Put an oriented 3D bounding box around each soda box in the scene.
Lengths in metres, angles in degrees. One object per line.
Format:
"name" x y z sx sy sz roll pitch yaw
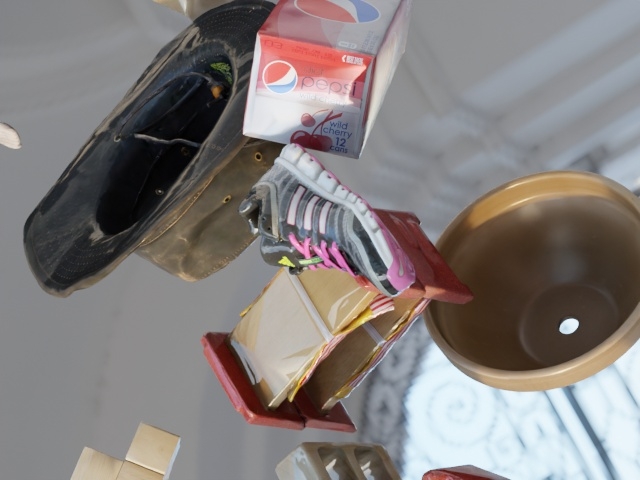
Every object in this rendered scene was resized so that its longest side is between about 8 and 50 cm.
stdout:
"soda box" 0.014 -0.154 1.393 0.263 0.092 0.083 -68 -11 -64

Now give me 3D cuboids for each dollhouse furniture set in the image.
"dollhouse furniture set" 0.068 0.164 1.622 0.152 0.201 0.374 9 -140 -48

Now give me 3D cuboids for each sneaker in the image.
"sneaker" 0.000 0.000 1.230 0.170 0.075 0.063 43 172 46

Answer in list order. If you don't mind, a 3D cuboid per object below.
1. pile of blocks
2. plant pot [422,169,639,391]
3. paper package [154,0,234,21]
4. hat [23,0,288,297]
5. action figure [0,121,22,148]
"pile of blocks" -0.241 0.324 1.818 0.113 0.362 0.149 21 -162 3
"plant pot" 0.224 0.057 1.734 0.109 0.237 0.237 55 -166 -46
"paper package" -0.082 -0.417 1.783 0.168 0.324 0.309 27 -148 25
"hat" -0.112 -0.057 1.634 0.134 0.331 0.331 43 -158 -29
"action figure" -0.406 0.044 1.411 0.178 0.341 0.330 45 -118 -41
